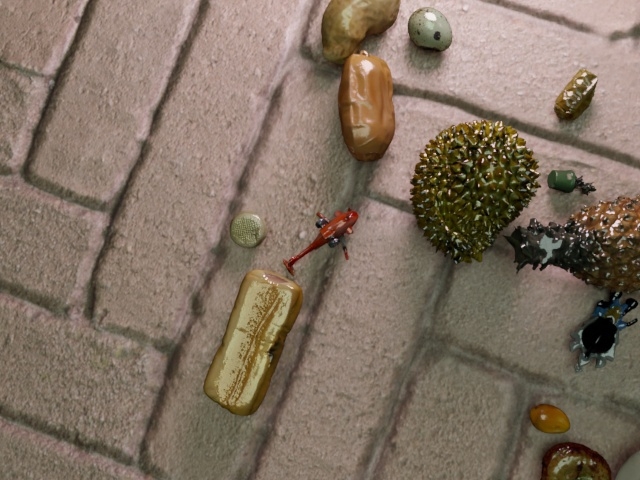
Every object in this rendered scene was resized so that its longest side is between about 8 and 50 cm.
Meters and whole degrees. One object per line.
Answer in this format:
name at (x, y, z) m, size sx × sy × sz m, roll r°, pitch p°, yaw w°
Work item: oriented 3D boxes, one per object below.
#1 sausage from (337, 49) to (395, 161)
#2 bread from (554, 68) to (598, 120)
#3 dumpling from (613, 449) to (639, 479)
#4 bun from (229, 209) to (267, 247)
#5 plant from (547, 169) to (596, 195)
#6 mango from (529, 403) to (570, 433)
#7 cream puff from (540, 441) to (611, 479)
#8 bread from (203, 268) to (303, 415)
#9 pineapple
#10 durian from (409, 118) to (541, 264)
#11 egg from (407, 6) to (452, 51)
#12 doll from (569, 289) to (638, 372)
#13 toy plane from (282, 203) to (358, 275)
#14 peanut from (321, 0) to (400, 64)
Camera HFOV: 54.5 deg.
sausage at (0.099, -0.291, 1.348) m, size 0.120 × 0.136 × 0.241 m, roll -4°, pitch 80°, yaw 10°
bread at (0.555, -0.309, 1.350) m, size 0.066 × 0.060 × 0.110 m, roll 38°, pitch 88°, yaw -25°
dumpling at (0.685, 0.501, 1.207) m, size 0.320 × 0.270 × 0.212 m, roll -44°, pitch 62°, yaw 11°
bun at (-0.157, -0.026, 1.380) m, size 0.086 × 0.055 × 0.086 m, roll 1°, pitch 98°, yaw 11°
plant at (0.545, -0.126, 1.341) m, size 0.102 × 0.051 × 0.051 m, roll 9°, pitch 86°, yaw -8°
mango at (0.484, 0.377, 1.304) m, size 0.089 × 0.046 × 0.060 m, roll 25°, pitch 89°, yaw -7°
cream puff at (0.516, 0.484, 1.272) m, size 0.148 × 0.084 × 0.149 m, roll 0°, pitch 90°, yaw 6°
bread at (-0.144, 0.216, 1.338) m, size 0.141 × 0.091 × 0.305 m, roll 21°, pitch 87°, yaw 13°
pineapple at (0.537, 0.009, 1.216) m, size 0.361 × 0.202 × 0.202 m, roll -1°, pitch 85°, yaw -19°
durian at (0.304, -0.109, 1.268) m, size 0.258 × 0.258 × 0.293 m, roll 34°, pitch 100°, yaw 6°
egg at (0.243, -0.464, 1.373) m, size 0.110 × 0.085 × 0.085 m, roll 44°, pitch 89°, yaw -6°
doll at (0.587, 0.193, 1.300) m, size 0.096 × 0.070 × 0.195 m, roll 34°, pitch 81°, yaw 21°
toy plane at (-0.003, -0.007, 1.361) m, size 0.194 × 0.077 × 0.126 m, roll -16°, pitch 75°, yaw 12°
peanut at (0.089, -0.503, 1.369) m, size 0.253 × 0.122 × 0.137 m, roll -45°, pitch 91°, yaw 2°
